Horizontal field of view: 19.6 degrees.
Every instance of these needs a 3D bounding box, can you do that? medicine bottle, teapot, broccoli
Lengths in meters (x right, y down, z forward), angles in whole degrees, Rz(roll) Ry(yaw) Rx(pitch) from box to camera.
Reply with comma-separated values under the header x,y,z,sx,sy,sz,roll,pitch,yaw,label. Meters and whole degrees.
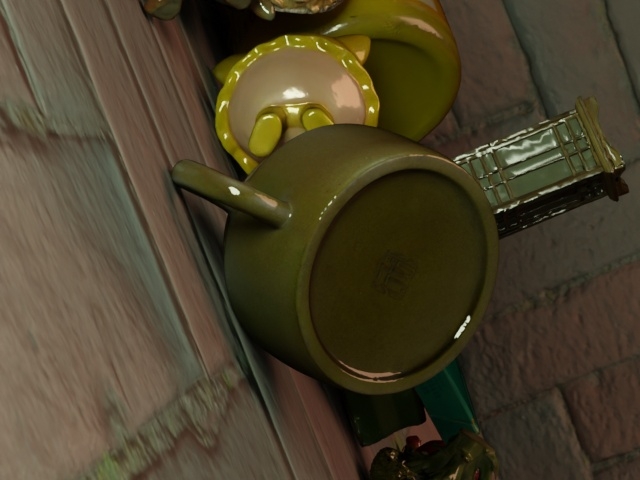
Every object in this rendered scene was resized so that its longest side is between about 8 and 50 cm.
x,y,z,sx,sy,sz,roll,pitch,yaw,label
-0.006,-0.278,1.941,0.224,0.224,0.384,60,9,-52,medicine bottle
0.000,0.000,1.344,0.268,0.185,0.175,28,-4,-38,teapot
0.107,0.225,1.647,0.131,0.120,0.130,27,11,-29,broccoli

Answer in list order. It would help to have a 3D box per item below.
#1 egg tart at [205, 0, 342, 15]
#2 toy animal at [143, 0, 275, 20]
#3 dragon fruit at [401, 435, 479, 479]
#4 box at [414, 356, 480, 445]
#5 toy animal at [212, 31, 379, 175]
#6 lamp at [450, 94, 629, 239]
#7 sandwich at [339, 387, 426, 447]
x,y,z,sx,sy,sz,roll,pitch,yaw,label
-0.074,-0.287,1.730,0.234,0.094,0.234,22,40,-20,egg tart
-0.135,-0.278,1.442,0.157,0.097,0.312,64,2,20,toy animal
0.127,0.246,1.940,0.190,0.094,0.094,-152,-141,-81,dragon fruit
0.079,0.061,1.657,0.226,0.042,0.161,60,13,-49,box
-0.021,-0.121,1.634,0.230,0.156,0.156,-98,165,-72,toy animal
0.135,-0.033,1.817,0.089,0.325,0.090,56,12,-68,lamp
0.060,0.141,1.742,0.074,0.074,0.116,55,15,-64,sandwich
